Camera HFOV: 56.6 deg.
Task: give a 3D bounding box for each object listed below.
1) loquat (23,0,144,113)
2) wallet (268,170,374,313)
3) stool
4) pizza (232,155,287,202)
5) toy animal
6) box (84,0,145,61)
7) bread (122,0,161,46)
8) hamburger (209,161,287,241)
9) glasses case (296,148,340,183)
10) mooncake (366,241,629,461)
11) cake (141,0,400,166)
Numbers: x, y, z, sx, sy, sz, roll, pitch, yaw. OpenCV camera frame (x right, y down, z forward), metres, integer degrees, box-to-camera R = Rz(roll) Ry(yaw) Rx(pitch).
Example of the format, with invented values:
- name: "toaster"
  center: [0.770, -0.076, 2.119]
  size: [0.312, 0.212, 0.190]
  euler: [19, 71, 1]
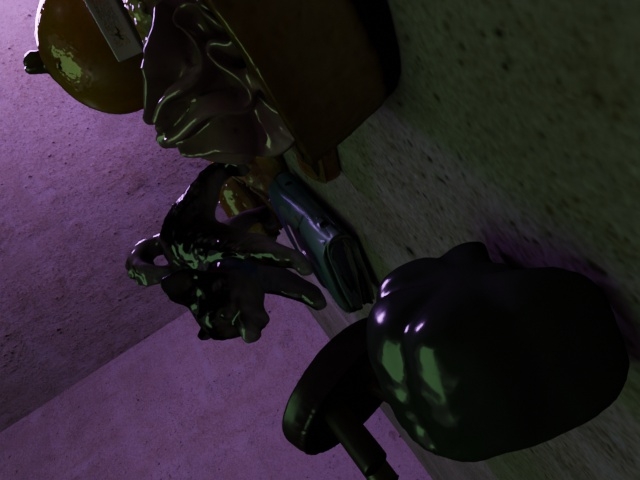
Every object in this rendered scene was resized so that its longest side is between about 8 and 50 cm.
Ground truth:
- name: "loquat"
  center: [-0.503, -0.447, 1.351]
  size: [0.328, 0.359, 0.329]
  euler: [164, 90, -88]
- name: "wallet"
  center: [0.000, 0.000, 1.036]
  size: [0.250, 0.075, 0.176]
  euler: [49, 165, 51]
- name: "stool"
  center: [0.086, 0.282, 1.005]
  size: [0.178, 0.272, 0.272]
  euler: [35, 162, 31]
- name: "pizza"
  center: [-0.132, -0.181, 1.146]
  size: [0.188, 0.081, 0.204]
  euler: [31, 155, 14]
- name: "toy animal"
  center: [-0.190, 0.058, 1.078]
  size: [0.344, 0.302, 0.194]
  euler: [56, 176, 39]
- name: "box"
  center: [-0.341, -0.438, 1.046]
  size: [0.365, 0.051, 0.205]
  euler: [-99, -16, -66]
- name: "bread"
  center: [-0.200, -0.325, 0.777]
  size: [0.245, 0.121, 0.174]
  euler: [-156, 42, -84]
- name: "hamburger"
  center: [-0.186, -0.115, 1.475]
  size: [0.260, 0.144, 0.283]
  euler: [56, 178, -16]
- name: "glasses case"
  center: [-0.017, -0.134, 0.703]
  size: [0.065, 0.041, 0.170]
  euler: [53, 171, 26]
- name: "mooncake"
  center: [0.115, 0.063, 0.411]
  size: [0.175, 0.168, 0.104]
  euler: [-7, 106, 47]
- name: "cake"
  center: [-0.062, -0.144, 0.454]
  size: [0.185, 0.178, 0.208]
  euler: [52, 168, 40]
